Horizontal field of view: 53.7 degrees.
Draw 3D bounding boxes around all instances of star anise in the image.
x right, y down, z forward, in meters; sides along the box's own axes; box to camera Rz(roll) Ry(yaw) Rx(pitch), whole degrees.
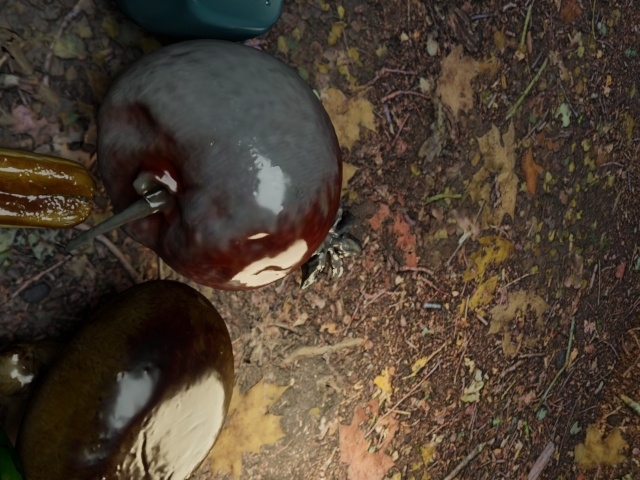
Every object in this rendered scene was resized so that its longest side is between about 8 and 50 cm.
[{"bbox_3d":[0.000,0.000,1.091,0.181,0.061,0.204,-48,127,-18],"label":"star anise"}]

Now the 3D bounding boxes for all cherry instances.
[{"bbox_3d":[-0.124,-0.110,0.828,0.326,0.291,0.335,38,39,-22],"label":"cherry"}]

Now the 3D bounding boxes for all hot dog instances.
[{"bbox_3d":[-0.396,-0.067,0.760,0.249,0.068,0.100,6,111,-37],"label":"hot dog"}]

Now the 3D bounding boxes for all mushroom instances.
[{"bbox_3d":[-0.250,0.232,0.866,0.345,0.239,0.345,-22,139,-21],"label":"mushroom"}]

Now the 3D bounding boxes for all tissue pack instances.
[{"bbox_3d":[-0.156,-0.397,0.782,0.198,0.206,0.288,-8,109,-46],"label":"tissue pack"}]

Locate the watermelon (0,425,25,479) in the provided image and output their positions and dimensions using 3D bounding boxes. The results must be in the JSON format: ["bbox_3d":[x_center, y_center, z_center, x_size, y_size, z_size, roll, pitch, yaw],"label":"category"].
[{"bbox_3d":[-0.474,0.312,0.633,0.363,0.363,0.363,-11,109,-36],"label":"watermelon"}]
